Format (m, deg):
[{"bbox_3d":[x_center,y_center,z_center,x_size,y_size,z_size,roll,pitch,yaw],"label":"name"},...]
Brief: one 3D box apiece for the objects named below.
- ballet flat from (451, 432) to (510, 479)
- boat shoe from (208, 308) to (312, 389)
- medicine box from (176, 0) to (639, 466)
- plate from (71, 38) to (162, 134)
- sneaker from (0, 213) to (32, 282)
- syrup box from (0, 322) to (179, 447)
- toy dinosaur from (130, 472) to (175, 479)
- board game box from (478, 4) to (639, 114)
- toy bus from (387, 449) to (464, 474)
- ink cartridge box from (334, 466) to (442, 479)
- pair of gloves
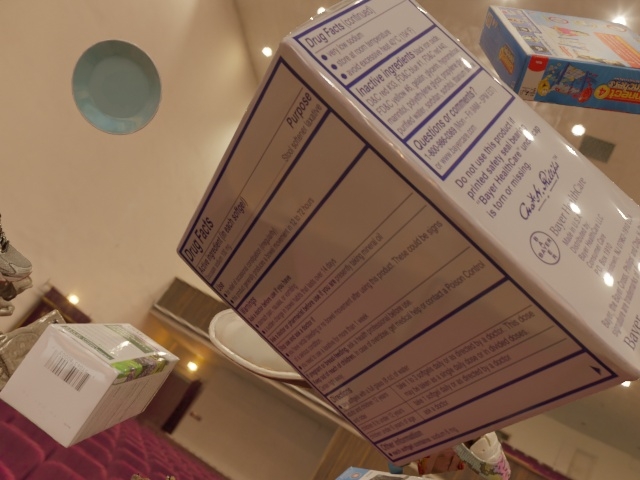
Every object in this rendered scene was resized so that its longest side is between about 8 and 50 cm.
[{"bbox_3d":[0.245,0.319,0.993,0.221,0.077,0.079,43,-46,13],"label":"ballet flat"},{"bbox_3d":[-0.037,0.203,1.028,0.324,0.116,0.096,13,-28,1],"label":"boat shoe"},{"bbox_3d":[0.060,0.006,0.468,0.289,0.149,0.263,44,-40,2],"label":"medicine box"},{"bbox_3d":[-0.409,-0.309,1.179,0.188,0.188,0.024,36,11,-3],"label":"plate"},{"bbox_3d":[-0.531,-0.022,0.905,0.225,0.093,0.088,57,-5,-35],"label":"sneaker"},{"bbox_3d":[-0.262,0.162,0.703,0.093,0.096,0.237,34,-5,6],"label":"syrup box"},{"bbox_3d":[-0.262,0.416,0.945,0.093,0.053,0.183,15,-31,0],"label":"toy dinosaur"},{"bbox_3d":[0.501,-0.363,1.158,0.302,0.308,0.086,7,-53,-4],"label":"board game box"},{"bbox_3d":[0.251,0.419,1.230,0.191,0.104,0.202,29,-52,-36],"label":"toy bus"},{"bbox_3d":[0.160,0.694,1.474,0.307,0.129,0.223,-6,1,33],"label":"ink cartridge box"},{"bbox_3d":[-0.683,0.174,1.257,0.042,0.204,0.240,-13,-64,39],"label":"pair of gloves"}]
